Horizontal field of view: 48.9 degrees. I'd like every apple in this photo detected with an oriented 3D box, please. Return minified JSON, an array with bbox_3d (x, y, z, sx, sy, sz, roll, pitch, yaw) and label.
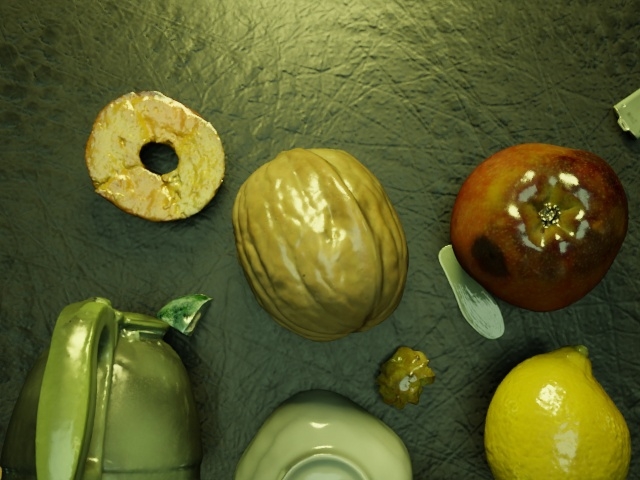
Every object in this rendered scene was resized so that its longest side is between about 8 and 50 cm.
[{"bbox_3d":[0.286,-0.024,0.921,0.229,0.230,0.230,0,86,-1],"label":"apple"}]

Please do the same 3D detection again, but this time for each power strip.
[{"bbox_3d":[0.536,-0.234,1.031,0.252,0.027,0.060,-34,87,-3],"label":"power strip"}]

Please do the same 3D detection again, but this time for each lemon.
[{"bbox_3d":[0.306,0.255,0.917,0.186,0.187,0.244,6,86,-1],"label":"lemon"}]

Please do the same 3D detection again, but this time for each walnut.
[{"bbox_3d":[0.000,0.000,0.915,0.225,0.225,0.261,-24,82,-3],"label":"walnut"}]

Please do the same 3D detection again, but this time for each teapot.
[{"bbox_3d":[-0.284,0.196,0.851,0.239,0.321,0.239,-7,76,22],"label":"teapot"}]

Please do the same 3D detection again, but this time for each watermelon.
[{"bbox_3d":[-0.188,0.114,0.980,0.085,0.085,0.061,-18,121,-2],"label":"watermelon"}]

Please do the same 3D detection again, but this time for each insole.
[{"bbox_3d":[0.218,0.075,1.016,0.053,0.002,0.153,-26,87,-3],"label":"insole"}]

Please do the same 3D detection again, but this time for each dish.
[{"bbox_3d":[0.004,0.336,0.938,0.256,0.117,0.256,0,86,0],"label":"dish"}]

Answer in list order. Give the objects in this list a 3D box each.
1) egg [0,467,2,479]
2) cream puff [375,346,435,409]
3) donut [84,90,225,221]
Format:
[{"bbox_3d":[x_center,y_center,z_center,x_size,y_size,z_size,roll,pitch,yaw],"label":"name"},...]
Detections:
[{"bbox_3d":[-0.410,0.337,0.946,0.096,0.080,0.080,-30,87,-5],"label":"egg"},{"bbox_3d":[0.118,0.191,0.978,0.083,0.058,0.083,-13,85,-1],"label":"cream puff"},{"bbox_3d":[-0.225,-0.112,0.985,0.190,0.074,0.174,13,85,-5],"label":"donut"}]
